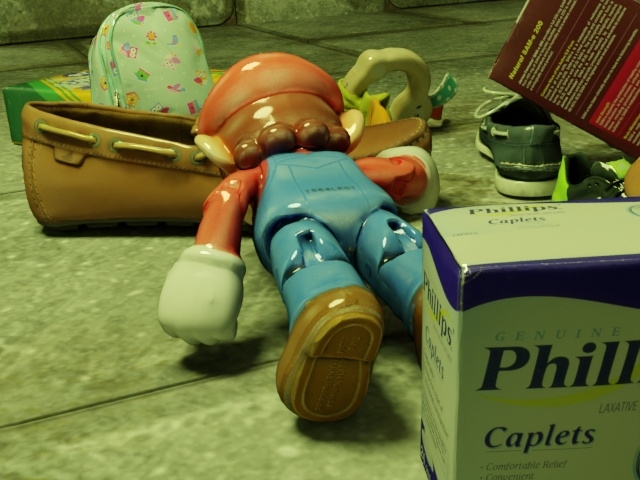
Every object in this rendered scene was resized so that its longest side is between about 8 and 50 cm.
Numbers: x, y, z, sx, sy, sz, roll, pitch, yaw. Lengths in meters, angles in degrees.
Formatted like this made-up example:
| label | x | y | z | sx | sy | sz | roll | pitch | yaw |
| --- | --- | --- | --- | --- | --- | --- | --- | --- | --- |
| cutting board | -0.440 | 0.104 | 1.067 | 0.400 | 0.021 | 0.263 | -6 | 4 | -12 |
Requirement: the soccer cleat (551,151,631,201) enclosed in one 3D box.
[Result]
| label | x | y | z | sx | sy | sz | roll | pitch | yaw |
| --- | --- | --- | --- | --- | --- | --- | --- | --- | --- |
| soccer cleat | 0.239 | -0.023 | 0.650 | 0.060 | 0.072 | 0.179 | -10 | 22 | -19 |

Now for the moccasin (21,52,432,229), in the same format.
| label | x | y | z | sx | sy | sz | roll | pitch | yaw |
| --- | --- | --- | --- | --- | --- | --- | --- | --- | --- |
| moccasin | -0.088 | -0.094 | 0.778 | 0.380 | 0.147 | 0.139 | 0 | 19 | 9 |

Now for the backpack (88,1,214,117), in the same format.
| label | x | y | z | sx | sy | sz | roll | pitch | yaw |
| --- | --- | --- | --- | --- | --- | --- | --- | --- | --- |
| backpack | -0.177 | -0.160 | 0.900 | 0.152 | 0.182 | 0.115 | -14 | -3 | -36 |

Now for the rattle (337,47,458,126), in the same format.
| label | x | y | z | sx | sy | sz | roll | pitch | yaw |
| --- | --- | --- | --- | --- | --- | --- | --- | --- | --- |
| rattle | 0.124 | -0.153 | 1.029 | 0.199 | 0.130 | 0.142 | 15 | 16 | -42 |

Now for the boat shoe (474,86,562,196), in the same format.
| label | x | y | z | sx | sy | sz | roll | pitch | yaw |
| --- | --- | --- | --- | --- | --- | --- | --- | --- | --- |
| boat shoe | 0.213 | -0.119 | 0.903 | 0.095 | 0.079 | 0.254 | 3 | 22 | 11 |

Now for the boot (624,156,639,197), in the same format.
| label | x | y | z | sx | sy | sz | roll | pitch | yaw |
| --- | --- | --- | --- | --- | --- | --- | --- | --- | --- |
| boot | 0.204 | 0.015 | 0.511 | 0.152 | 0.073 | 0.197 | -14 | 38 | -13 |

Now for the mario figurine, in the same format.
| label | x | y | z | sx | sy | sz | roll | pitch | yaw |
| --- | --- | --- | --- | --- | --- | --- | --- | --- | --- |
| mario figurine | 0.000 | 0.000 | 0.584 | 0.198 | 0.170 | 0.320 | 27 | 21 | -33 |

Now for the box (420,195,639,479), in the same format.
| label | x | y | z | sx | sy | sz | roll | pitch | yaw |
| --- | --- | --- | --- | --- | --- | --- | --- | --- | --- |
| box | 0.111 | 0.056 | 0.363 | 0.126 | 0.137 | 0.072 | -4 | 21 | -2 |

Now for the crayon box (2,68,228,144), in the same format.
| label | x | y | z | sx | sy | sz | roll | pitch | yaw |
| --- | --- | --- | --- | --- | --- | --- | --- | --- | --- |
| crayon box | -0.233 | -0.174 | 1.109 | 0.323 | 0.083 | 0.203 | 11 | 25 | 32 |

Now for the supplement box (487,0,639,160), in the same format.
| label | x | y | z | sx | sy | sz | roll | pitch | yaw |
| --- | --- | --- | --- | --- | --- | --- | --- | --- | --- |
| supplement box | 0.301 | -0.161 | 0.806 | 0.239 | 0.130 | 0.073 | 33 | 31 | 12 |
